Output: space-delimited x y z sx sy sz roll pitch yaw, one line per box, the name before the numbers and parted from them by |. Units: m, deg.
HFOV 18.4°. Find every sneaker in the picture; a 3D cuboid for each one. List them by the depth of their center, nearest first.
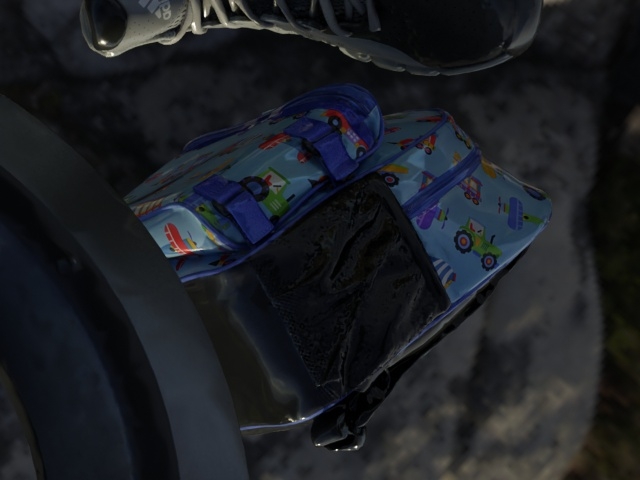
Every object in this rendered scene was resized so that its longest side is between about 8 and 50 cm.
sneaker | -0.028 -0.102 0.825 0.132 0.229 0.086 -28 124 -38

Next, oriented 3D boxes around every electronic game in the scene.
electronic game | -0.123 0.059 0.391 0.229 0.229 0.048 -27 174 -25

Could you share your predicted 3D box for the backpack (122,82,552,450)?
backpack | 0.000 0.000 0.802 0.173 0.158 0.117 -37 103 -32
